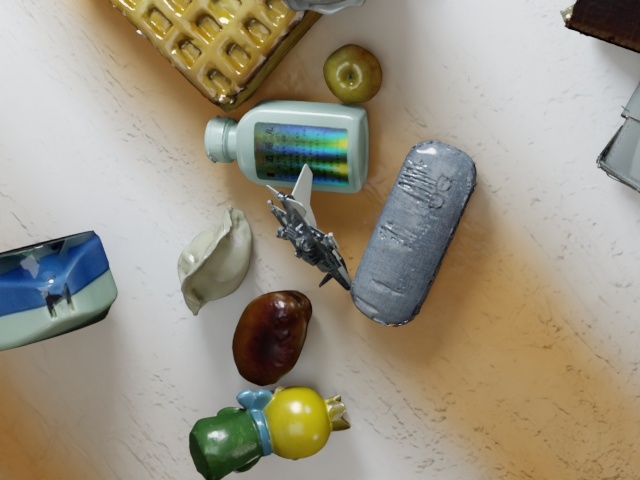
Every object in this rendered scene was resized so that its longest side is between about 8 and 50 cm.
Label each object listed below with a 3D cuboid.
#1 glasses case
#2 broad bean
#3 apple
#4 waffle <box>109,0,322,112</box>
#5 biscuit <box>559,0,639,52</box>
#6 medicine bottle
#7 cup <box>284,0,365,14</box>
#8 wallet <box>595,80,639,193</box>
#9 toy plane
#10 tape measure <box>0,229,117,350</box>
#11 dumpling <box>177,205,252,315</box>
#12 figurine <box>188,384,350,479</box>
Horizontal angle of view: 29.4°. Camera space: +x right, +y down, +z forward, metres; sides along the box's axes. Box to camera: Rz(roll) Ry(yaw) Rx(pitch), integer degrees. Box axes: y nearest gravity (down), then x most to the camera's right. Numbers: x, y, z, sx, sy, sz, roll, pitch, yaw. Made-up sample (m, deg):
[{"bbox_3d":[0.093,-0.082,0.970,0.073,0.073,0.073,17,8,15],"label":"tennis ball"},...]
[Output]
[{"bbox_3d":[0.131,-0.008,1.726,0.109,0.067,0.282,27,110,10],"label":"glasses case"},{"bbox_3d":[-0.075,0.145,1.820,0.114,0.084,0.165,41,118,41],"label":"broad bean"},{"bbox_3d":[0.044,-0.229,1.685,0.084,0.071,0.084,5,107,15],"label":"apple"},{"bbox_3d":[-0.172,-0.363,1.701,0.327,0.098,0.224,44,111,3],"label":"waffle"},{"bbox_3d":[0.430,-0.277,1.520,0.252,0.070,0.106,25,104,27],"label":"biscuit"},{"bbox_3d":[-0.049,-0.136,1.732,0.228,0.083,0.121,5,117,14],"label":"medicine bottle"},{"bbox_3d":[0.003,-0.391,1.573,0.299,0.167,0.173,2,80,-21],"label":"cup"},{"bbox_3d":[0.478,-0.151,1.579,0.170,0.069,0.231,32,107,6],"label":"wallet"},{"bbox_3d":[-0.014,0.005,1.730,0.160,0.082,0.234,29,147,49],"label":"toy plane"},{"bbox_3d":[-0.441,0.079,1.817,0.259,0.262,0.138,-11,95,19],"label":"tape measure"},{"bbox_3d":[-0.165,0.044,1.791,0.100,0.134,0.169,47,115,-1],"label":"dumpling"},{"bbox_3d":[-0.079,0.292,1.854,0.234,0.185,0.127,-22,74,-17],"label":"figurine"}]
